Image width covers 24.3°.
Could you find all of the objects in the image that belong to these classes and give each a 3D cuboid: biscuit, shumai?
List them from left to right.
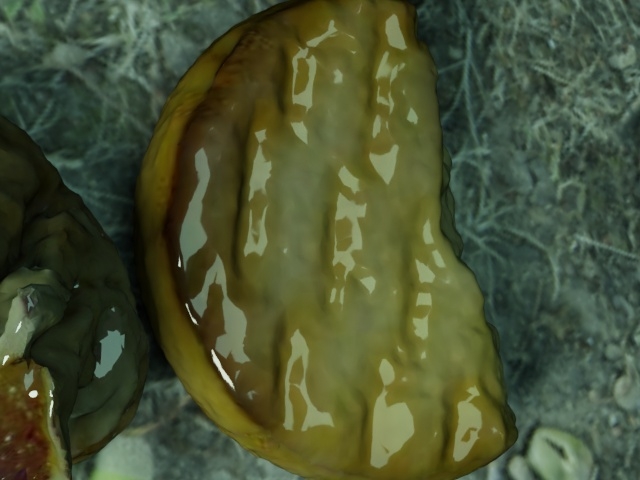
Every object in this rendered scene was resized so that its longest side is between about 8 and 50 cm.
[{"bbox_3d":[-0.168,0.022,0.668,0.184,0.185,0.218,-29,94,-26],"label":"shumai"},{"bbox_3d":[-0.001,0.000,0.806,0.213,0.091,0.274,-3,84,-29],"label":"biscuit"}]
